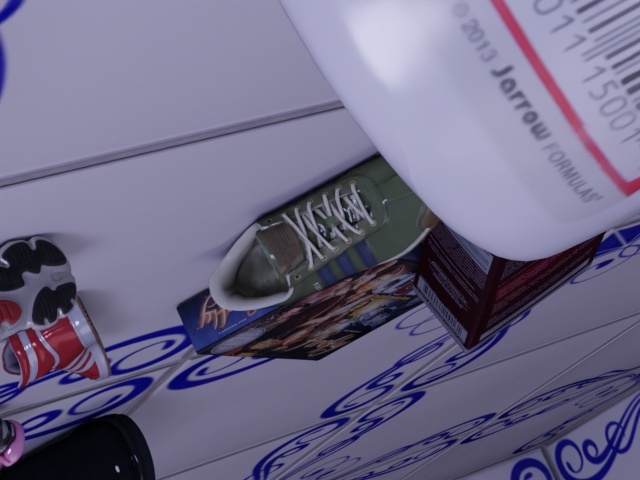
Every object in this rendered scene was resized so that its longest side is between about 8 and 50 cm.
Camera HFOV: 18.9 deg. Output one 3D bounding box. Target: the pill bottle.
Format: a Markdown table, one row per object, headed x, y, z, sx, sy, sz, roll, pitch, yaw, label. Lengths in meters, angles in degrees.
| x | y | z | sx | sy | sz | roll | pitch | yaw | label |
| --- | --- | --- | --- | --- | --- | --- | --- | --- | --- |
| 0.179 | -0.179 | 0.573 | 0.407 | 0.229 | 0.229 | -28 | 166 | 15 | pill bottle |

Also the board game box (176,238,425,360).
| x | y | z | sx | sy | sz | roll | pitch | yaw | label |
| --- | --- | --- | --- | --- | --- | --- | --- | --- | --- |
| 0.013 | 0.038 | 1.505 | 0.165 | 0.042 | 0.243 | -30 | 166 | 17 | board game box |

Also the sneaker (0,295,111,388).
| x | y | z | sx | sy | sz | roll | pitch | yaw | label |
| --- | --- | --- | --- | --- | --- | --- | --- | --- | --- |
| -0.182 | 0.078 | 1.312 | 0.067 | 0.042 | 0.118 | -27 | 159 | -8 | sneaker |

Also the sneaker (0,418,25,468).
| x | y | z | sx | sy | sz | roll | pitch | yaw | label |
| --- | --- | --- | --- | --- | --- | --- | --- | --- | --- |
| -0.288 | 0.163 | 1.472 | 0.119 | 0.047 | 0.057 | -29 | 146 | 11 | sneaker |

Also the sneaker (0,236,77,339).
| x | y | z | sx | sy | sz | roll | pitch | yaw | label |
| --- | --- | --- | --- | --- | --- | --- | --- | --- | --- |
| -0.215 | 0.047 | 1.094 | 0.071 | 0.068 | 0.170 | -29 | 168 | 41 | sneaker |

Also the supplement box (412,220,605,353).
| x | y | z | sx | sy | sz | roll | pitch | yaw | label |
| --- | --- | --- | --- | --- | --- | --- | --- | --- | --- |
| 0.144 | -0.016 | 1.377 | 0.130 | 0.073 | 0.239 | -34 | 164 | -15 | supplement box |

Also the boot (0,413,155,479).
| x | y | z | sx | sy | sz | roll | pitch | yaw | label |
| --- | --- | --- | --- | --- | --- | --- | --- | --- | --- |
| -0.278 | 0.239 | 1.640 | 0.207 | 0.094 | 0.246 | -18 | 171 | -42 | boot |

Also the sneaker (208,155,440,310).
| x | y | z | sx | sy | sz | roll | pitch | yaw | label |
| --- | --- | --- | --- | --- | --- | --- | --- | --- | --- |
| 0.000 | 0.000 | 1.287 | 0.086 | 0.064 | 0.192 | -18 | 169 | -47 | sneaker |
